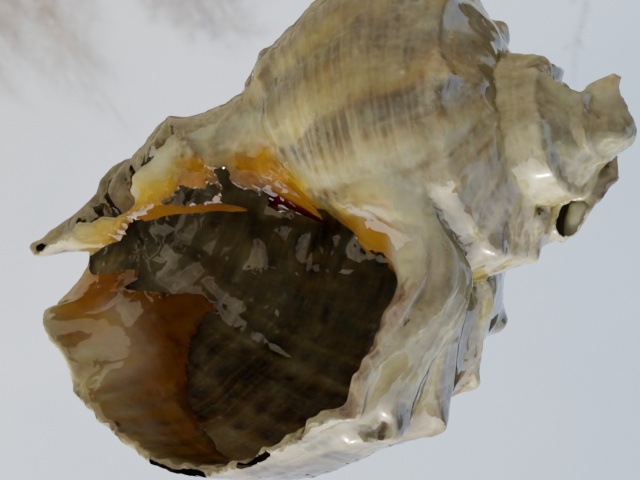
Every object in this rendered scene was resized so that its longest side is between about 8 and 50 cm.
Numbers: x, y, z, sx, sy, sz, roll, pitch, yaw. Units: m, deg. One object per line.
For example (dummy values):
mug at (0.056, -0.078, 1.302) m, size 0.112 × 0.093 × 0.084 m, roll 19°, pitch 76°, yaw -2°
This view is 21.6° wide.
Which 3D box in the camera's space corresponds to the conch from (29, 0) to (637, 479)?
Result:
conch at (0.013, 0.001, 0.744) m, size 0.291 × 0.159 × 0.210 m, roll -19°, pitch -111°, yaw 40°
